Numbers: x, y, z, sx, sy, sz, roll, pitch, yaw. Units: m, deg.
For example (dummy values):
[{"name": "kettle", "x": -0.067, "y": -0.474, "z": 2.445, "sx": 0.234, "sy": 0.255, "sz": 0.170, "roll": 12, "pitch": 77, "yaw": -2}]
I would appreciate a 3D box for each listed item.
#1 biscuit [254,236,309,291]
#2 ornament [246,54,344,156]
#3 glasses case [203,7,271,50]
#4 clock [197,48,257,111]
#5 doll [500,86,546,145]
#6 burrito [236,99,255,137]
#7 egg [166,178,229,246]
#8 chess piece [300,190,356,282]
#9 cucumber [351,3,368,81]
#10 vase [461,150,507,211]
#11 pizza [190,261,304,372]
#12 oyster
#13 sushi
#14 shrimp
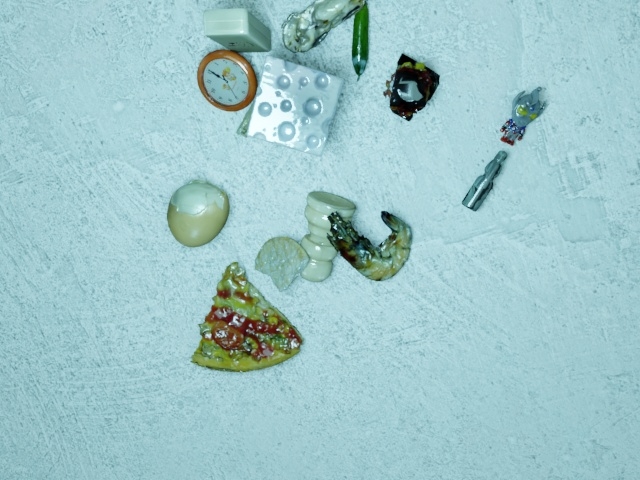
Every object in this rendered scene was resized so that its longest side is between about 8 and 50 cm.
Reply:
[{"name": "biscuit", "x": -0.135, "y": 0.080, "z": 1.904, "sx": 0.265, "sy": 0.040, "sz": 0.188, "roll": -8, "pitch": 90, "yaw": 43}, {"name": "ornament", "x": -0.084, "y": -0.418, "z": 1.716, "sx": 0.239, "sy": 0.240, "sz": 0.239, "roll": 15, "pitch": 105, "yaw": -9}, {"name": "glasses case", "x": -0.243, "y": -0.626, "z": 1.672, "sx": 0.131, "sy": 0.313, "sz": 0.070, "roll": 1, "pitch": 100, "yaw": 7}, {"name": "clock", "x": -0.306, "y": -0.522, "z": 1.819, "sx": 0.205, "sy": 0.051, "sz": 0.205, "roll": 6, "pitch": 125, "yaw": 9}, {"name": "doll", "x": 0.632, "y": -0.392, "z": 1.739, "sx": 0.104, "sy": 0.062, "sz": 0.195, "roll": 28, "pitch": 112, "yaw": 2}, {"name": "burrito", "x": -0.214, "y": -0.424, "z": 1.853, "sx": 0.058, "sy": 0.045, "sz": 0.188, "roll": 32, "pitch": 102, "yaw": -16}, {"name": "egg", "x": -0.418, "y": -0.086, "z": 1.882, "sx": 0.200, "sy": 0.201, "sz": 0.245, "roll": 26, "pitch": 117, "yaw": 1}, {"name": "chess piece", "x": 0.000, "y": 0.000, "z": 1.872, "sx": 0.166, "sy": 0.167, "sz": 0.300, "roll": 17, "pitch": 109, "yaw": 3}, {"name": "cucumber", "x": 0.126, "y": -0.630, "z": 1.755, "sx": 0.055, "sy": 0.056, "sz": 0.251, "roll": 2, "pitch": 103, "yaw": 7}, {"name": "vase", "x": 0.537, "y": -0.195, "z": 1.797, "sx": 0.059, "sy": 0.060, "sz": 0.212, "roll": 30, "pitch": 106, "yaw": 0}, {"name": "pizza", "x": -0.303, "y": 0.283, "z": 1.989, "sx": 0.439, "sy": 0.130, "sz": 0.407, "roll": -11, "pitch": 104, "yaw": 10}, {"name": "oyster", "x": 0.028, "y": -0.698, "z": 1.735, "sx": 0.344, "sy": 0.078, "sz": 0.129, "roll": -25, "pitch": 81, "yaw": 22}, {"name": "sushi", "x": 0.275, "y": -0.469, "z": 1.722, "sx": 0.153, "sy": 0.150, "sz": 0.172, "roll": 29, "pitch": 105, "yaw": 0}, {"name": "shrimp", "x": 0.170, "y": -0.010, "z": 1.818, "sx": 0.233, "sy": 0.071, "sz": 0.365, "roll": -46, "pitch": 123, "yaw": 0}]
